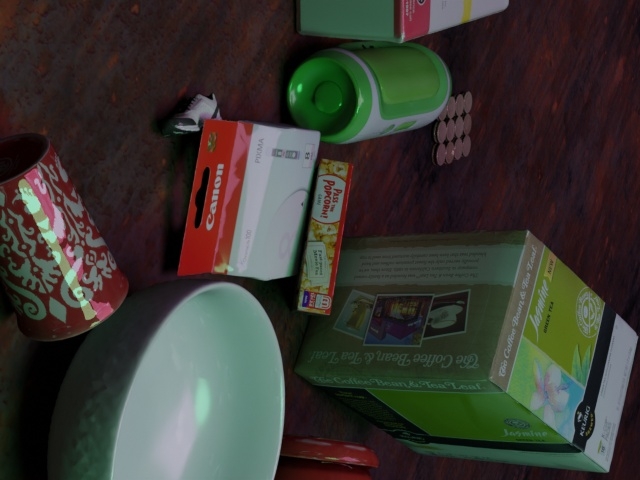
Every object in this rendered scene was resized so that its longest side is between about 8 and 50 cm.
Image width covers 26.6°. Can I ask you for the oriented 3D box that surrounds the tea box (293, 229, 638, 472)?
[{"bbox_3d":[0.204,0.154,1.867,0.323,0.329,0.219,38,61,-42],"label":"tea box"}]

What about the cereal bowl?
[{"bbox_3d":[-0.176,0.203,1.424,0.339,0.141,0.338,-21,114,-59],"label":"cereal bowl"}]

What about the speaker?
[{"bbox_3d":[0.071,-0.202,1.830,0.296,0.131,0.131,-18,112,-60],"label":"speaker"}]

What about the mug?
[{"bbox_3d":[-0.270,-0.013,1.272,0.113,0.150,0.169,-29,125,-14],"label":"mug"}]

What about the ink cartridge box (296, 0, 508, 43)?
[{"bbox_3d":[0.122,-0.432,1.839,0.385,0.160,0.279,-27,120,-58],"label":"ink cartridge box"}]

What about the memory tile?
[{"bbox_3d":[0.218,-0.185,2.235,0.148,0.012,0.113,-22,115,-60],"label":"memory tile"}]

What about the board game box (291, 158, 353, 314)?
[{"bbox_3d":[0.000,0.000,1.752,0.147,0.045,0.193,141,-42,-85],"label":"board game box"}]

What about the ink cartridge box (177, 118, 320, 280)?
[{"bbox_3d":[-0.079,-0.046,1.613,0.232,0.066,0.189,-10,111,-71],"label":"ink cartridge box"}]

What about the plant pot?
[{"bbox_3d":[-0.012,0.337,1.716,0.191,0.191,0.174,26,70,-61],"label":"plant pot"}]

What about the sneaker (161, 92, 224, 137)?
[{"bbox_3d":[-0.148,-0.141,1.525,0.109,0.040,0.043,-26,108,-65],"label":"sneaker"}]
